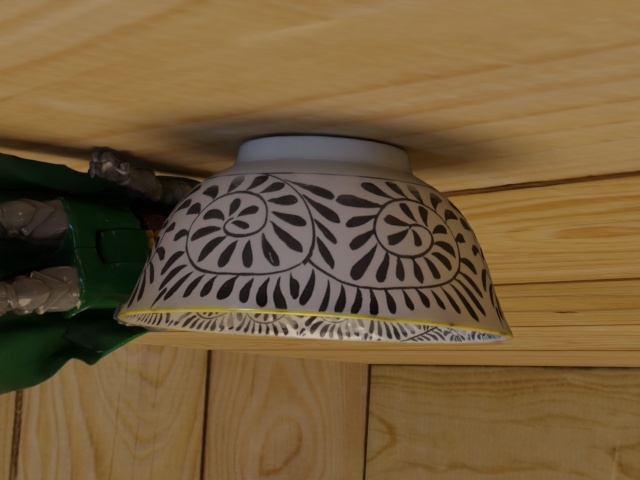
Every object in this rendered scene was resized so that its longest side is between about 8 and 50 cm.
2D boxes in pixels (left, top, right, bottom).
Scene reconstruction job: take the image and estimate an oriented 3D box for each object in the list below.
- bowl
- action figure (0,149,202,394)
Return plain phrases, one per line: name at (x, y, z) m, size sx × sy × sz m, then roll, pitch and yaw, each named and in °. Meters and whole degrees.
bowl at (0.000, 0.000, 0.741) m, size 0.170 × 0.080 × 0.170 m, roll 4°, pitch 173°, yaw 0°
action figure at (-0.103, 0.007, 0.801) m, size 0.232 × 0.137 × 0.063 m, roll -2°, pitch 167°, yaw -43°
